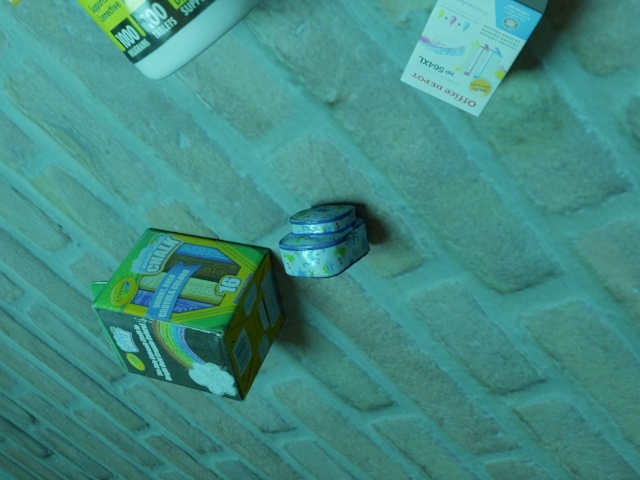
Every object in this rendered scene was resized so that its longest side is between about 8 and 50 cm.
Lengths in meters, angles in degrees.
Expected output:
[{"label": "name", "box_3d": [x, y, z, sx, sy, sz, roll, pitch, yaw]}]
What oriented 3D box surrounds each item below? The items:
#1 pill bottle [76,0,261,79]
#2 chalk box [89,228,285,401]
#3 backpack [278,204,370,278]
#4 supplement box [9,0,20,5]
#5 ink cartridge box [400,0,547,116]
[{"label": "pill bottle", "box_3d": [-0.203, -0.334, 0.661, 0.188, 0.188, 0.334, -21, 120, 40]}, {"label": "chalk box", "box_3d": [-0.231, 0.110, 1.136, 0.289, 0.179, 0.180, 11, 137, 19]}, {"label": "backpack", "box_3d": [0.000, 0.000, 0.953, 0.105, 0.114, 0.084, -1, 112, 30]}, {"label": "supplement box", "box_3d": [-0.380, -0.345, 0.854, 0.062, 0.036, 0.098, -11, 126, 35]}, {"label": "ink cartridge box", "box_3d": [0.148, -0.201, 0.693, 0.092, 0.090, 0.143, 26, 138, 1]}]
